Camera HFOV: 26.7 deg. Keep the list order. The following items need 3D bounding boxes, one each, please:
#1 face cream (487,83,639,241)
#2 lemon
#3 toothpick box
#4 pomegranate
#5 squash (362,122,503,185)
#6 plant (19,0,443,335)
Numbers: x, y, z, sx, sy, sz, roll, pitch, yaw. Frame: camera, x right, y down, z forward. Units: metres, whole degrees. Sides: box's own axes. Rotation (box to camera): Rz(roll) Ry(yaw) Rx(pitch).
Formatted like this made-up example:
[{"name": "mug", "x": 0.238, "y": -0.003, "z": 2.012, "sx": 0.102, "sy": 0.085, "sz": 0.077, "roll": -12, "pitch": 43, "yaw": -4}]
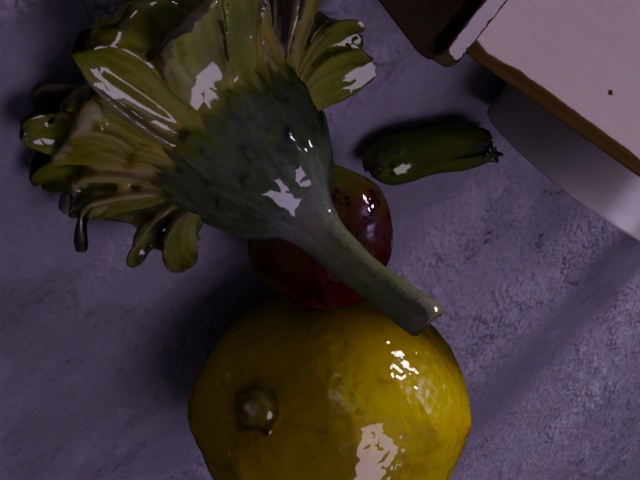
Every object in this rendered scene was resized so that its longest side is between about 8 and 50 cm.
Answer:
[{"name": "face cream", "x": 0.296, "y": -0.128, "z": 1.263, "sx": 0.179, "sy": 0.218, "sz": 0.218, "roll": -53, "pitch": 150, "yaw": 17}, {"name": "lemon", "x": 0.014, "y": 0.163, "z": 1.273, "sx": 0.260, "sy": 0.260, "sz": 0.284, "roll": -39, "pitch": 162, "yaw": -7}, {"name": "toothpick box", "x": 0.217, "y": -0.164, "z": 1.013, "sx": 0.308, "sy": 0.190, "sz": 0.187, "roll": 31, "pitch": 106, "yaw": -27}, {"name": "pomegranate", "x": -0.003, "y": 0.006, "z": 1.177, "sx": 0.129, "sy": 0.129, "sz": 0.159, "roll": -32, "pitch": 158, "yaw": -20}, {"name": "squash", "x": 0.110, "y": -0.084, "z": 1.266, "sx": 0.183, "sy": 0.052, "sz": 0.052, "roll": -10, "pitch": 138, "yaw": -43}, {"name": "plant", "x": -0.073, "y": -0.048, "z": 0.949, "sx": 0.261, "sy": 0.296, "sz": 0.306, "roll": -17, "pitch": 174, "yaw": 16}]
